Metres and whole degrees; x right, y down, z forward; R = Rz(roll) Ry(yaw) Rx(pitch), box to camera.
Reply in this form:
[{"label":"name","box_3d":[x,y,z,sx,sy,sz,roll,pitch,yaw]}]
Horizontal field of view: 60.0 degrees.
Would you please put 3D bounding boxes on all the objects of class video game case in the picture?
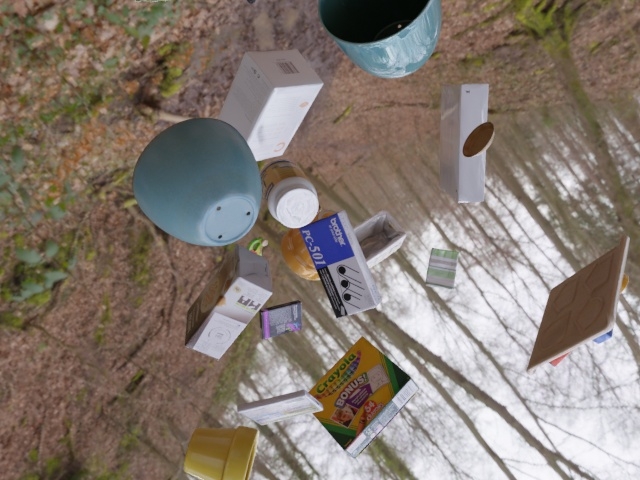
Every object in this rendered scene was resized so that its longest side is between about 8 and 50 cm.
[{"label":"video game case","box_3d":[-0.118,0.507,1.681,0.212,0.193,0.023,-16,-122,9]}]

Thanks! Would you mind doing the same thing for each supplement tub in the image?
[{"label":"supplement tub","box_3d":[-0.093,-0.136,1.602,0.144,0.144,0.200,-37,-145,3]}]

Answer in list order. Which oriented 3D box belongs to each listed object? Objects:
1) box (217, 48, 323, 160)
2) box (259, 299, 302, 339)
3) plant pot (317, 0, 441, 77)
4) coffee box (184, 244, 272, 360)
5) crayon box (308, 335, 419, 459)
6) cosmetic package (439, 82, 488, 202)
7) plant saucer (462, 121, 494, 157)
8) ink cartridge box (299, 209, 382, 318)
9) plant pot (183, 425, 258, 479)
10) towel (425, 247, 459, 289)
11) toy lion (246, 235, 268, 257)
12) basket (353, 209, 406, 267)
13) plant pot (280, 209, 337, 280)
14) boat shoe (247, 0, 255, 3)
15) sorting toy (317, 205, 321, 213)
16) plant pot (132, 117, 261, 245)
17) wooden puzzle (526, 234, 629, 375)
[{"label":"box","box_3d":[-0.181,-0.439,1.837,0.215,0.168,0.345,-20,157,-42]},{"label":"box","box_3d":[-0.145,0.291,2.044,0.162,0.116,0.029,-10,-156,-24]},{"label":"plant pot","box_3d":[0.171,-0.550,1.398,0.293,0.293,0.235,-36,152,8]},{"label":"coffee box","box_3d":[-0.229,0.153,1.367,0.246,0.098,0.141,-51,-154,21]},{"label":"crayon box","box_3d":[0.149,0.601,2.165,0.363,0.106,0.313,-45,-140,-9]},{"label":"cosmetic package","box_3d":[0.483,-0.341,1.895,0.097,0.377,0.284,-2,-164,2]},{"label":"plant saucer","box_3d":[0.324,-0.201,1.124,0.083,0.015,0.083,-46,-155,30]},{"label":"ink cartridge box","box_3d":[0.042,0.050,1.151,0.097,0.207,0.046,-21,-176,27]},{"label":"plant pot","box_3d":[-0.379,0.822,2.106,0.254,0.239,0.254,12,90,-89]},{"label":"towel","box_3d":[0.472,0.110,2.148,0.023,0.113,0.152,-95,-166,-88]},{"label":"toy lion","box_3d":[-0.219,0.042,1.772,0.034,0.100,0.096,27,-156,34]},{"label":"basket","box_3d":[0.161,0.006,1.682,0.167,0.113,0.103,-33,158,-11]},{"label":"plant pot","box_3d":[0.000,0.000,1.848,0.188,0.205,0.205,-45,-176,44]},{"label":"boat shoe","box_3d":[-0.232,-0.866,1.874,0.048,0.133,0.042,-3,-141,-15]},{"label":"sorting toy","box_3d":[-0.024,-0.119,2.038,0.042,0.061,0.102,-29,-150,-13]},{"label":"plant pot","box_3d":[-0.246,-0.100,1.246,0.290,0.290,0.195,-39,-127,-5]},{"label":"wooden puzzle","box_3d":[0.705,0.189,1.485,0.322,0.080,0.348,-53,174,-39]}]
